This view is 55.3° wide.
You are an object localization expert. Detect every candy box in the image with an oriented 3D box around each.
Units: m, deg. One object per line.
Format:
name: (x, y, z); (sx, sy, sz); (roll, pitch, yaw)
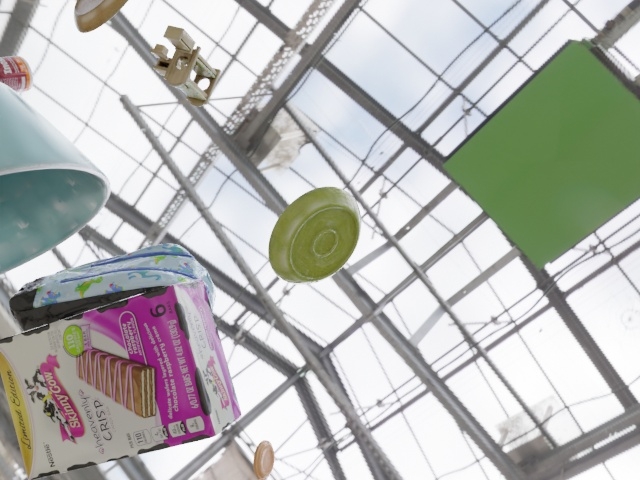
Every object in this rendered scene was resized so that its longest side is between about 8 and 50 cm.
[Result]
candy box: (-0.220, 0.149, 0.656); (0.234, 0.071, 0.159); (-19, -94, 16)

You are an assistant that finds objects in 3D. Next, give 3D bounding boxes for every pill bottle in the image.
pill bottle: (-0.759, -0.379, 1.417); (0.086, 0.152, 0.085); (15, -62, 31)

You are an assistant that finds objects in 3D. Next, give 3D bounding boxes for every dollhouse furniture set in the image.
dollhouse furniture set: (-0.345, -0.394, 1.366); (0.161, 0.182, 0.101); (18, -98, 20)

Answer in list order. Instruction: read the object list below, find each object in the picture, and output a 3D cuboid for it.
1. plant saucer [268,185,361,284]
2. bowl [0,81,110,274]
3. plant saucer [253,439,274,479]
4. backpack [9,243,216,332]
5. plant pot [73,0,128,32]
plant saucer: (0.000, 0.000, 1.322); (0.037, 0.241, 0.240); (40, -55, 45)
bowl: (-0.402, -0.063, 0.641); (0.312, 0.312, 0.163); (-32, -97, 33)
plant saucer: (-0.121, 0.480, 1.333); (0.013, 0.083, 0.083); (-4, -77, 23)
backpack: (-0.400, 0.153, 1.297); (0.356, 0.273, 0.290); (-11, -60, 15)
plant pot: (-0.492, -0.581, 1.408); (0.237, 0.032, 0.236); (-20, -128, 28)
